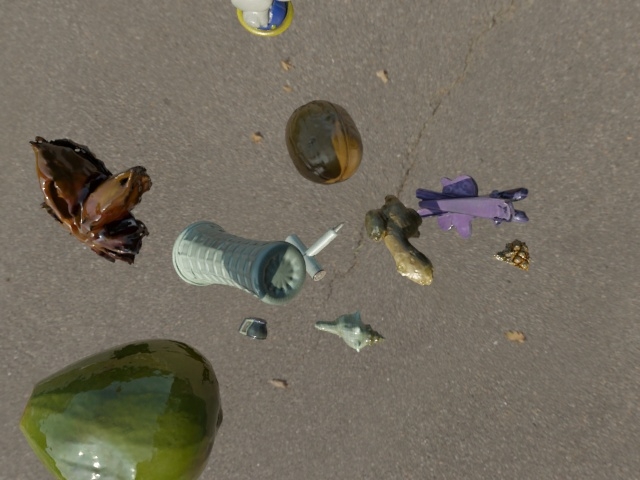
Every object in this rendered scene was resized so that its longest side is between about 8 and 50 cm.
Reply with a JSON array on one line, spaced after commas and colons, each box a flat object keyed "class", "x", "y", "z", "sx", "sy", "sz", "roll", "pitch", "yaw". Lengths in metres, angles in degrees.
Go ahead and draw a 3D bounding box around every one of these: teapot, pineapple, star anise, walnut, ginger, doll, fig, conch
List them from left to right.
[{"class": "star anise", "x": -0.377, "y": -0.071, "z": 0.782, "sx": 0.148, "sy": 0.346, "sz": 0.237, "roll": -44, "pitch": 114, "yaw": -21}, {"class": "fig", "x": -0.240, "y": 0.233, "z": 0.590, "sx": 0.229, "sy": 0.207, "sz": 0.208, "roll": -16, "pitch": 89, "yaw": -27}, {"class": "doll", "x": -0.234, "y": -0.770, "z": 1.538, "sx": 0.310, "sy": 0.243, "sz": 0.160, "roll": 9, "pitch": 110, "yaw": -4}, {"class": "teapot", "x": -0.195, "y": 0.256, "z": 1.372, "sx": 0.087, "sy": 0.066, "sz": 0.057, "roll": 15, "pitch": 91, "yaw": -24}, {"class": "walnut", "x": 0.007, "y": -0.220, "z": 1.043, "sx": 0.167, "sy": 0.167, "sz": 0.207, "roll": -27, "pitch": 69, "yaw": 8}, {"class": "conch", "x": 0.119, "y": 0.305, "z": 1.653, "sx": 0.233, "sy": 0.137, "sz": 0.114, "roll": 36, "pitch": 137, "yaw": 8}, {"class": "ginger", "x": 0.175, "y": -0.008, "z": 0.966, "sx": 0.214, "sy": 0.132, "sz": 0.059, "roll": 50, "pitch": 141, "yaw": 18}, {"class": "pineapple", "x": 0.629, "y": 0.053, "z": 1.550, "sx": 0.113, "sy": 0.077, "sz": 0.115, "roll": 0, "pitch": 66, "yaw": 6}]

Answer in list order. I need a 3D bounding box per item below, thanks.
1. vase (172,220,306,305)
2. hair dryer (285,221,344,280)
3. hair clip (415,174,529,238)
[{"class": "vase", "x": -0.160, "y": 0.044, "z": 0.902, "sx": 0.298, "sy": 0.143, "sz": 0.143, "roll": 9, "pitch": 94, "yaw": 50}, {"class": "hair dryer", "x": -0.004, "y": -0.007, "z": 1.283, "sx": 0.155, "sy": 0.044, "sz": 0.183, "roll": 49, "pitch": 113, "yaw": 29}, {"class": "hair clip", "x": 0.313, "y": -0.066, "z": 0.970, "sx": 0.090, "sy": 0.278, "sz": 0.137, "roll": -14, "pitch": 104, "yaw": -25}]
